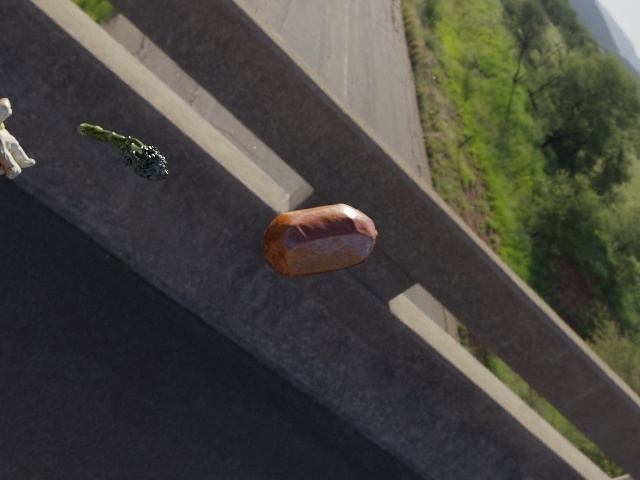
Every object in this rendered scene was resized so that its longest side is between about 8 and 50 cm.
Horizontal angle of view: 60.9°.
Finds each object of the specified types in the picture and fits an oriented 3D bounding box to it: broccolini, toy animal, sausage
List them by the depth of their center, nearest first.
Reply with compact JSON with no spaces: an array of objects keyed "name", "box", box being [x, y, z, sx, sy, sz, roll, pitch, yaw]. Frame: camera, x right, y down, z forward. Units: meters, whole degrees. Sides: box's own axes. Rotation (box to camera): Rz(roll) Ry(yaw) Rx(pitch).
[{"name":"toy animal","box":[-0.752,-0.227,1.183,0.104,0.184,0.185,-90,172,-58]},{"name":"sausage","box":[0.000,-0.001,1.266,0.268,0.153,0.141,-10,34,-13]},{"name":"broccolini","box":[-0.504,-0.222,1.335,0.392,0.079,0.074,22,25,38]}]
